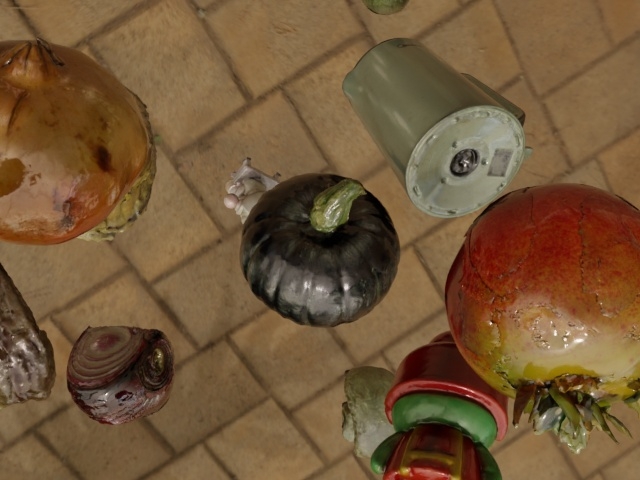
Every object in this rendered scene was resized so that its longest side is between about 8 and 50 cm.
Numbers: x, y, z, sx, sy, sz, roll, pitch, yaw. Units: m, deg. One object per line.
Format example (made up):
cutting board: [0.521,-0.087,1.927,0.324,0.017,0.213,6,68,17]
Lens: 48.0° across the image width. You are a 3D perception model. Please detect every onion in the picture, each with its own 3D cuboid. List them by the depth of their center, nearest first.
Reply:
onion: [-0.449,0.320,1.627,0.216,0.207,0.206,-1,135,24]

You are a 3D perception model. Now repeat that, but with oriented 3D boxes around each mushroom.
mushroom: [0.153,0.467,1.850,0.189,0.164,0.267,-2,113,-6]

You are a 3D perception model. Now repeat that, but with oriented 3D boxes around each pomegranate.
pomegranate: [0.213,0.062,0.639,0.210,0.235,0.210,5,153,2]
pomegranate: [-0.276,-0.095,0.695,0.209,0.209,0.209,-4,111,-11]

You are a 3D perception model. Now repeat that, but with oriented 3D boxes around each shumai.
shumai: [-0.248,0.070,0.496,0.139,0.105,0.123,16,127,1]

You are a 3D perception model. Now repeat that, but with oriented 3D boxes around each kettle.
kettle: [0.271,-0.260,1.523,0.360,0.377,0.250,-8,129,-18]

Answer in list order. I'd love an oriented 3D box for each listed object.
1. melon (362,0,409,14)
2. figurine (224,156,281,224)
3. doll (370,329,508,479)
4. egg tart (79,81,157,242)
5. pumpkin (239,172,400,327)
melon: [0.157,-0.617,1.732,0.139,0.192,0.139,-1,85,13]
figurine: [-0.143,-0.085,1.818,0.144,0.257,0.182,-33,136,5]
doll: [0.191,0.241,1.081,0.182,0.363,0.160,0,121,20]
egg tart: [-0.385,-0.169,1.158,0.150,0.352,0.352,-21,118,33]
pumpkin: [0.000,0.000,1.271,0.295,0.296,0.296,-4,111,-11]
